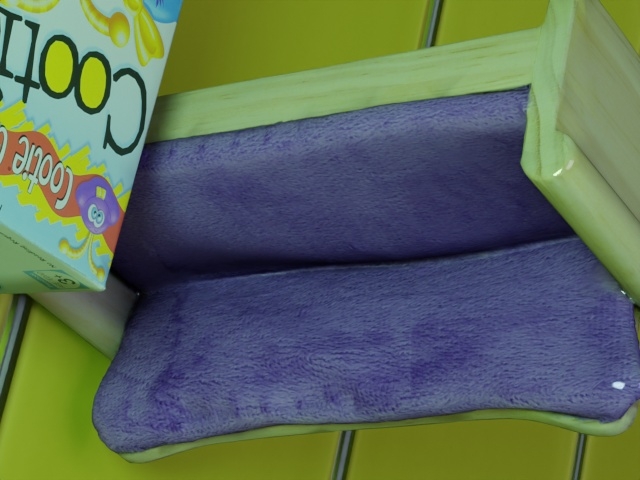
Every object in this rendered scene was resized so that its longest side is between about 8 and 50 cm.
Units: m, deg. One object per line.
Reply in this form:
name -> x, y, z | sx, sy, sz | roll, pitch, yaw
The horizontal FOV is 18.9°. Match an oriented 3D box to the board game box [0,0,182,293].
board game box -> -0.166, -0.125, 0.961 | 0.144, 0.142, 0.275 | 37, 59, -48

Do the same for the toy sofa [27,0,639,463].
toy sofa -> 0.000, 0.000, 1.004 | 0.150, 0.362, 0.177 | 45, 48, -44
